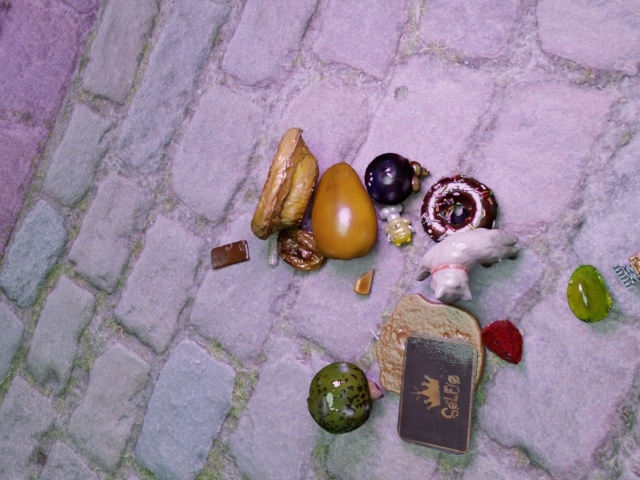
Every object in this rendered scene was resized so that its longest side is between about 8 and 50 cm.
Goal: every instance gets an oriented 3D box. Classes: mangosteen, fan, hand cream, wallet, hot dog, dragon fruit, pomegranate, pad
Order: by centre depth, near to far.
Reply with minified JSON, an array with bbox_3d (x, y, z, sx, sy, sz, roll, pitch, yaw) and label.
[{"bbox_3d":[0.587,0.316,1.702,0.162,0.083,0.106,46,60,-3],"label":"dragon fruit"},{"bbox_3d":[0.404,0.509,1.707,0.315,0.063,0.375,4,90,24],"label":"pad"},{"bbox_3d":[0.085,0.541,1.821,0.271,0.254,0.254,-12,79,0],"label":"pomegranate"},{"bbox_3d":[0.269,-0.220,1.849,0.231,0.194,0.194,-8,80,-13],"label":"mangosteen"},{"bbox_3d":[0.313,-0.547,1.942,0.083,0.004,0.055,0,85,23],"label":"fan"},{"bbox_3d":[-0.081,0.022,2.013,0.227,0.099,0.160,26,112,30],"label":"hot dog"},{"bbox_3d":[-0.190,0.034,2.101,0.061,0.039,0.143,-4,74,31],"label":"hand cream"},{"bbox_3d":[-0.379,0.059,2.184,0.176,0.026,0.095,-15,77,22],"label":"wallet"}]

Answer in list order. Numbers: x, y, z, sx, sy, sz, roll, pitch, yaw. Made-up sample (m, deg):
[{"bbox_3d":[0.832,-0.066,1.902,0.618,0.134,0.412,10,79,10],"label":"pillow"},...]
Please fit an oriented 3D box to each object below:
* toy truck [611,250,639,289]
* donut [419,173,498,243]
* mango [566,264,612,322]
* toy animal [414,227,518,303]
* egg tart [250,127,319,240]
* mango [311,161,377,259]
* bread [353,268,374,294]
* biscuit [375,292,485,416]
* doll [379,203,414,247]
[{"bbox_3d":[0.963,0.122,1.546,0.115,0.080,0.177,-37,71,22],"label":"toy truck"},{"bbox_3d":[0.463,-0.098,1.780,0.270,0.103,0.269,-3,83,25],"label":"donut"},{"bbox_3d":[0.813,0.162,1.601,0.119,0.100,0.178,3,76,-14],"label":"mango"},{"bbox_3d":[0.490,0.088,1.674,0.308,0.188,0.266,10,120,-4],"label":"toy animal"},{"bbox_3d":[-0.110,-0.192,1.898,0.178,0.443,0.443,20,94,-3],"label":"egg tart"},{"bbox_3d":[0.077,-0.101,1.877,0.264,0.221,0.377,130,138,-57],"label":"mango"},{"bbox_3d":[0.156,0.147,1.920,0.062,0.049,0.103,12,89,-9],"label":"bread"},{"bbox_3d":[0.373,0.391,1.792,0.365,0.062,0.385,20,96,22],"label":"biscuit"},{"bbox_3d":[0.271,-0.059,1.883,0.106,0.062,0.162,-25,74,15],"label":"doll"}]
